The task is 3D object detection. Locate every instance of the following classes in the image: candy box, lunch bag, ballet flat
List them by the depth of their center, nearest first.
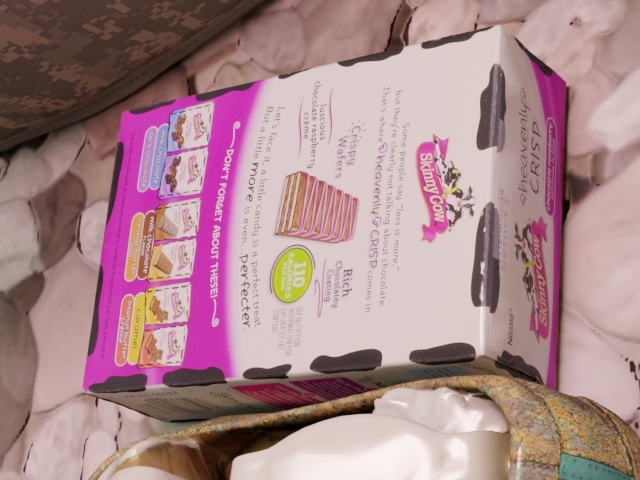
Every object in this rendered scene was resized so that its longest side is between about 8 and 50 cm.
[{"bbox_3d":[-0.026,0.124,0.689,0.349,0.123,0.123,-15,63,32],"label":"ballet flat"},{"bbox_3d":[0.000,0.000,0.749,0.233,0.071,0.159,-8,67,35],"label":"candy box"},{"bbox_3d":[-0.162,-0.189,0.841,0.287,0.235,0.168,-19,65,30],"label":"lunch bag"}]
